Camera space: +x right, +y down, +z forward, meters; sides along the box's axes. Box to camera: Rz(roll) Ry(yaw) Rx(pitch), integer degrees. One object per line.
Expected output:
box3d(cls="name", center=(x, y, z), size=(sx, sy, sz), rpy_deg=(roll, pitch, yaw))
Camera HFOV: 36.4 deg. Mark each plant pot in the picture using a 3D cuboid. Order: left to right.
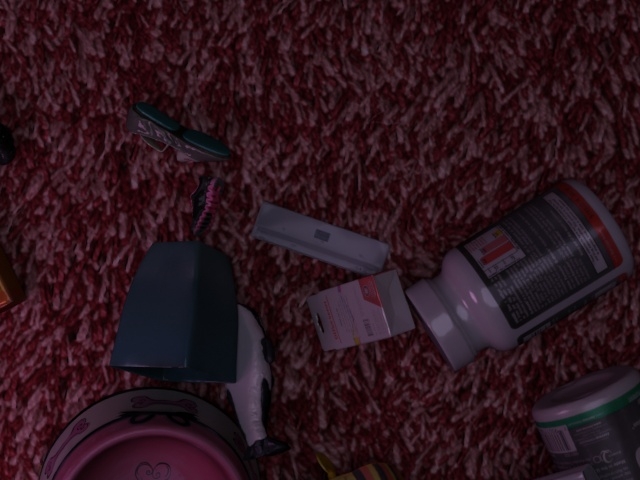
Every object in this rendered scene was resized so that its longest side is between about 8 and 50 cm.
box3d(cls="plant pot", center=(-0.249, 0.126, 1.746), size=(0.166, 0.165, 0.234), rpy_deg=(-3, 72, 26))

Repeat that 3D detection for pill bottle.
box3d(cls="pill bottle", center=(0.346, 0.066, 1.724), size=(0.363, 0.210, 0.210), rpy_deg=(-31, 88, 0))
box3d(cls="pill bottle", center=(0.535, 0.421, 1.711), size=(0.204, 0.204, 0.361), rpy_deg=(-25, 88, 1))

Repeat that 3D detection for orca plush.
box3d(cls="orca plush", center=(-0.104, 0.256, 1.779), size=(0.151, 0.102, 0.287), rpy_deg=(-42, 55, 24))

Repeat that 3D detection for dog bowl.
box3d(cls="dog bowl", center=(-0.297, 0.473, 1.714), size=(0.408, 0.150, 0.407), rpy_deg=(-1, 94, -11))

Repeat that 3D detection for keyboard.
box3d(cls="keyboard", center=(0.000, 0.000, 1.836), size=(0.256, 0.014, 0.072), rpy_deg=(19, 84, 2))

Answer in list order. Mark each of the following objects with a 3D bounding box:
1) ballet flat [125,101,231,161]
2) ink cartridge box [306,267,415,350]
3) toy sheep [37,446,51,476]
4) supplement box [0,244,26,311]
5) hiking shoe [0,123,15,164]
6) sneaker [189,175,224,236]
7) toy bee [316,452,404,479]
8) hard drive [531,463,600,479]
box3d(cls="ballet flat", center=(-0.269, -0.187, 1.829), size=(0.213, 0.072, 0.068), rpy_deg=(29, 117, 3))
box3d(cls="ink cartridge box", center=(0.069, 0.129, 1.770), size=(0.067, 0.198, 0.115), rpy_deg=(-15, 87, -41))
box3d(cls="toy sheep", center=(-0.460, 0.405, 1.796), size=(0.132, 0.091, 0.091), rpy_deg=(-28, 88, 0))
box3d(cls="supplement box", center=(-0.643, 0.025, 1.819), size=(0.080, 0.078, 0.233), rpy_deg=(-26, 87, 4))
box3d(cls="hiking shoe", center=(-0.677, -0.199, 1.834), size=(0.227, 0.086, 0.114), rpy_deg=(38, 103, 8))
box3d(cls="sneaker", center=(-0.225, -0.067, 1.833), size=(0.057, 0.047, 0.119), rpy_deg=(19, 88, 24))
box3d(cls="toy bee", center=(0.015, 0.476, 1.729), size=(0.298, 0.162, 0.195), rpy_deg=(-41, 49, -21))
box3d(cls="hard drive", center=(0.389, 0.520, 1.698), size=(0.307, 0.040, 0.203), rpy_deg=(-32, 87, 42))
